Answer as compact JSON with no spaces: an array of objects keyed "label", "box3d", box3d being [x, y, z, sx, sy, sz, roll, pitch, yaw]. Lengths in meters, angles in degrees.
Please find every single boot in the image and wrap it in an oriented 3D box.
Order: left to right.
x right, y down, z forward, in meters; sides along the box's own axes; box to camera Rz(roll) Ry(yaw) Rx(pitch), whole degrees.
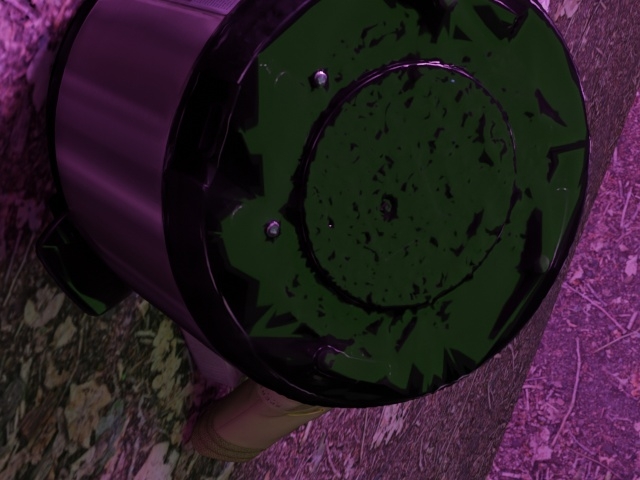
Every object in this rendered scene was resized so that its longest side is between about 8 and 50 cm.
[{"label":"boot","box3d":[-0.021,0.187,1.707,0.203,0.095,0.262,-40,165,34]}]

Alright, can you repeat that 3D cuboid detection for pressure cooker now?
[{"label":"pressure cooker","box3d":[-0.026,-0.090,1.157,0.370,0.420,0.375,1,103,-31]}]

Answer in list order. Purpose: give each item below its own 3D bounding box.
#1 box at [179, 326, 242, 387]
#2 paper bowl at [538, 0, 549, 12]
[{"label":"box","box3d":[-0.066,-0.017,1.612,0.322,0.058,0.232,-58,156,-27]},{"label":"paper bowl","box3d":[0.136,-0.287,1.669,0.284,0.148,0.284,-21,122,-39]}]
